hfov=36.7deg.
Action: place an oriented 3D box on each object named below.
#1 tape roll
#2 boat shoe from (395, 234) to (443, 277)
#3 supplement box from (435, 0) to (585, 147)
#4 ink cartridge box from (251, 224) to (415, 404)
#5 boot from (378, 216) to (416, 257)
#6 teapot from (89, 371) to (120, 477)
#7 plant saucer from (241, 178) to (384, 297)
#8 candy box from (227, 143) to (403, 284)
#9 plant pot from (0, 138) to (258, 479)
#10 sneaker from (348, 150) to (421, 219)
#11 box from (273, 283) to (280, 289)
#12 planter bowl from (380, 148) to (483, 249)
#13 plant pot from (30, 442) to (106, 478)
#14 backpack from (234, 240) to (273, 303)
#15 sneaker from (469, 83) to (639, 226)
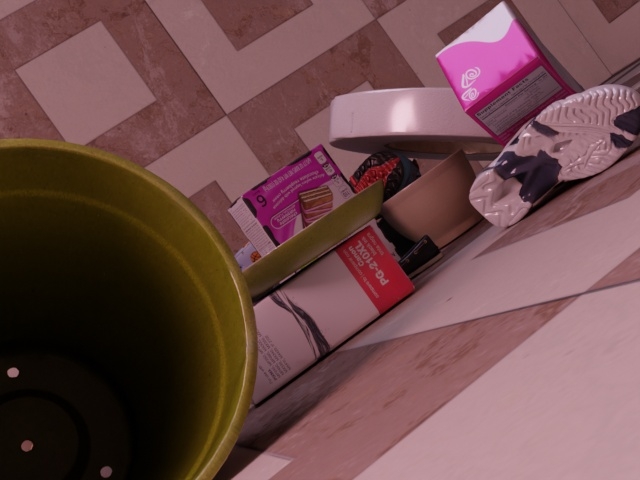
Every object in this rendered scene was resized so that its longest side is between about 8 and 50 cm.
[{"bbox_3d":[0.204,-0.178,1.526,0.392,0.071,0.392,3,0,0],"label":"tape roll"},{"bbox_3d":[0.106,0.043,1.339,0.133,0.042,0.049,-37,2,1],"label":"boat shoe"},{"bbox_3d":[0.261,-0.181,1.218,0.114,0.111,0.220,-36,-42,21],"label":"supplement box"},{"bbox_3d":[-0.017,0.091,1.205,0.237,0.100,0.172,-35,-1,-6],"label":"ink cartridge box"},{"bbox_3d":[0.141,-0.010,1.701,0.263,0.091,0.229,-38,-1,24],"label":"boot"},{"bbox_3d":[-0.228,0.202,1.246,0.252,0.187,0.256,-55,21,16],"label":"teapot"},{"bbox_3d":[-0.014,0.006,1.184,0.241,0.037,0.241,-34,0,0],"label":"plant saucer"},{"bbox_3d":[0.000,0.000,1.395,0.159,0.233,0.071,-36,1,-27],"label":"candy box"},{"bbox_3d":[-0.274,0.151,0.915,0.366,0.366,0.353,-35,-12,-29],"label":"plant pot"},{"bbox_3d":[0.073,-0.050,1.660,0.262,0.104,0.125,-37,-19,30],"label":"sneaker"},{"bbox_3d":[-0.011,0.049,1.542,0.156,0.093,0.158,-34,-45,-76],"label":"box"},{"bbox_3d":[0.182,-0.052,1.485,0.162,0.109,0.162,-36,-1,-1],"label":"planter bowl"},{"bbox_3d":[-0.337,0.265,1.488,0.237,0.237,0.254,-36,14,28],"label":"plant pot"},{"bbox_3d":[-0.071,0.083,1.927,0.276,0.213,0.263,-39,-12,22],"label":"backpack"},{"bbox_3d":[0.284,-0.120,1.103,0.153,0.094,0.235,-47,-2,-45],"label":"sneaker"}]
